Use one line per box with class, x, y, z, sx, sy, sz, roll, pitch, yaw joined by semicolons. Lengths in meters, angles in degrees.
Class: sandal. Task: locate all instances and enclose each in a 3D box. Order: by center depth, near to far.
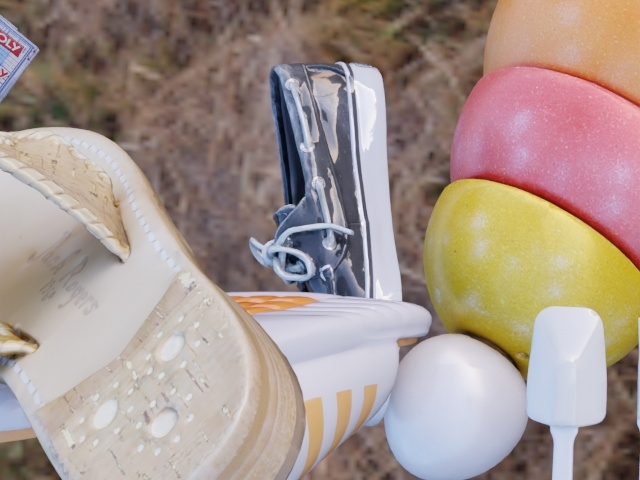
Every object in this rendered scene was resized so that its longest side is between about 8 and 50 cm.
sandal;-0.090;-0.001;0.520;0.088;0.079;0.240;-49;36;-5
sandal;-0.055;0.068;0.730;0.102;0.265;0.076;2;97;36

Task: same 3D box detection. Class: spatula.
spatula;0.223;0.170;1.323;0.168;0.019;0.242;3;93;9

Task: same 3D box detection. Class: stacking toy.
stacking toy;0.198;-0.002;1.635;0.350;0.350;0.480;17;65;48

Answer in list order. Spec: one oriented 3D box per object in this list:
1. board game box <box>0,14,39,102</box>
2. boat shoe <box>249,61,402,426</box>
board game box;-0.224;-0.026;0.921;0.194;0.060;0.194;-32;22;56
boat shoe;0.001;-0.001;1.554;0.113;0.104;0.306;146;124;-70
